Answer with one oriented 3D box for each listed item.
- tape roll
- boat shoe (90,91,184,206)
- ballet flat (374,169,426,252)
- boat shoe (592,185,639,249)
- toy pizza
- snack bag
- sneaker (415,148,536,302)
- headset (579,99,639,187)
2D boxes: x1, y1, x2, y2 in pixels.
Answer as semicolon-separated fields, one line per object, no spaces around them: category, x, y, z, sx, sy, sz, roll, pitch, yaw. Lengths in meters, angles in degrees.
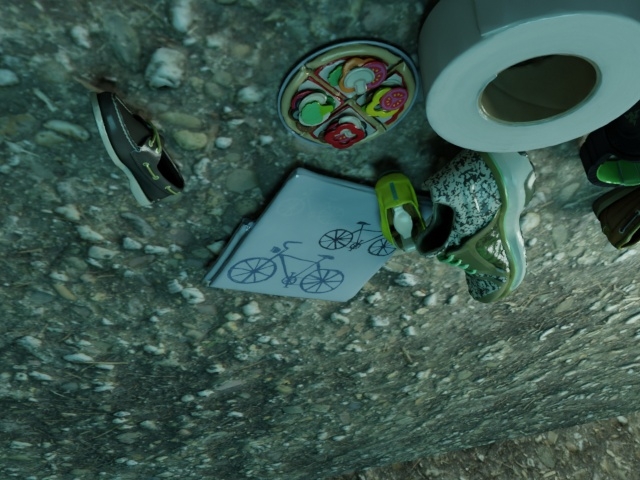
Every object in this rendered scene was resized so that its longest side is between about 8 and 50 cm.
tape roll;0.267;-0.226;0.854;0.286;0.100;0.286;-2;157;-1
boat shoe;-0.242;-0.126;0.909;0.068;0.081;0.228;-14;155;-2
ballet flat;0.140;-0.025;1.135;0.077;0.077;0.231;-20;146;6
boat shoe;0.657;-0.090;1.231;0.110;0.105;0.307;15;138;-36
toy pizza;0.041;-0.192;0.940;0.201;0.032;0.201;-8;147;-5
snack bag;0.000;0.000;1.218;0.323;0.037;0.342;10;138;-31
sneaker;0.236;-0.015;1.141;0.182;0.158;0.410;-25;140;-7
headset;0.563;-0.163;1.016;0.243;0.185;0.394;-7;158;-8
